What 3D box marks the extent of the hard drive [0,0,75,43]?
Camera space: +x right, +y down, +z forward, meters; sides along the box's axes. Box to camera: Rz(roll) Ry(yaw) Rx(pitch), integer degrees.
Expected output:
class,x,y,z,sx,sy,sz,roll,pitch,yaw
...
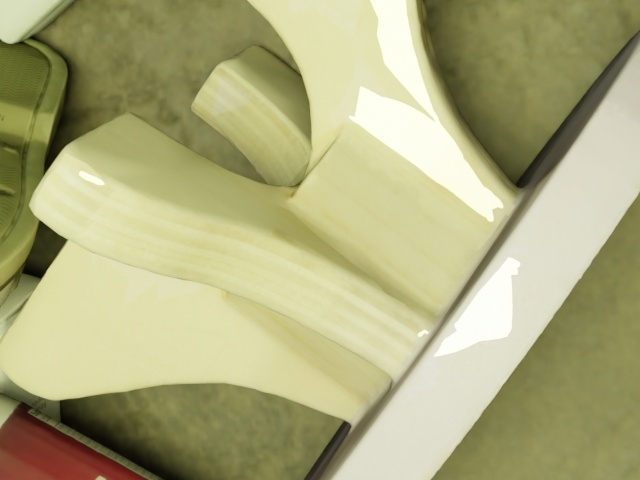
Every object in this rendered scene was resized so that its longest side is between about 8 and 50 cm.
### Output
class,x,y,z,sx,sy,sz,roll,pitch,yaw
hard drive,-0.096,-0.245,0.643,0.307,0.040,0.203,-33,96,36

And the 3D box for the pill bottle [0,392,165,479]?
class,x,y,z,sx,sy,sz,roll,pitch,yaw
pill bottle,-0.129,0.140,0.680,0.221,0.121,0.121,29,107,-2

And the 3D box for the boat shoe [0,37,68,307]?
class,x,y,z,sx,sy,sz,roll,pitch,yaw
boat shoe,-0.170,0.005,0.640,0.113,0.302,0.103,18,115,-1

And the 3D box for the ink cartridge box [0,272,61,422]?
class,x,y,z,sx,sy,sz,roll,pitch,yaw
ink cartridge box,-0.219,0.108,0.805,0.181,0.056,0.225,14,118,23

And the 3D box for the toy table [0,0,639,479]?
class,x,y,z,sx,sy,sz,roll,pitch,yaw
toy table,0.000,0.000,0.593,0.161,0.252,0.274,36,97,1
